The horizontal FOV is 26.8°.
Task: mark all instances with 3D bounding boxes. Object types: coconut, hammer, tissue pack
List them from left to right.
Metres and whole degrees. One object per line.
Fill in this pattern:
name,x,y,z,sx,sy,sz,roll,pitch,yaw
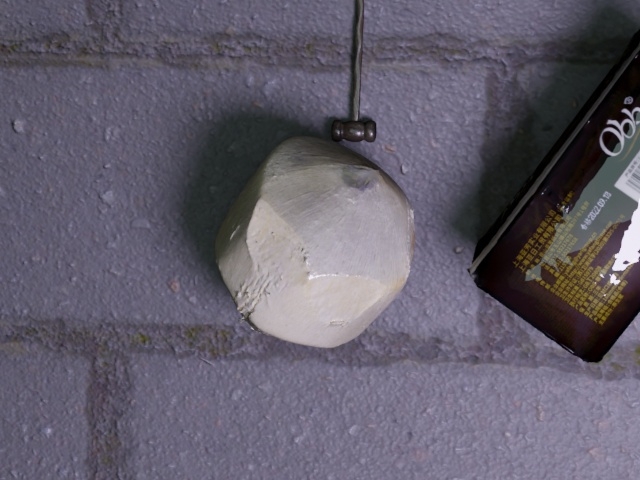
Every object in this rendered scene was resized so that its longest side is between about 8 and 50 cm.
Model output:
coconut,0.000,0.000,1.660,0.245,0.245,0.247,42,137,3
hammer,0.048,-0.274,1.755,0.058,0.029,0.292,2,94,7
tissue pack,0.364,-0.060,1.624,0.210,0.198,0.370,38,105,6
